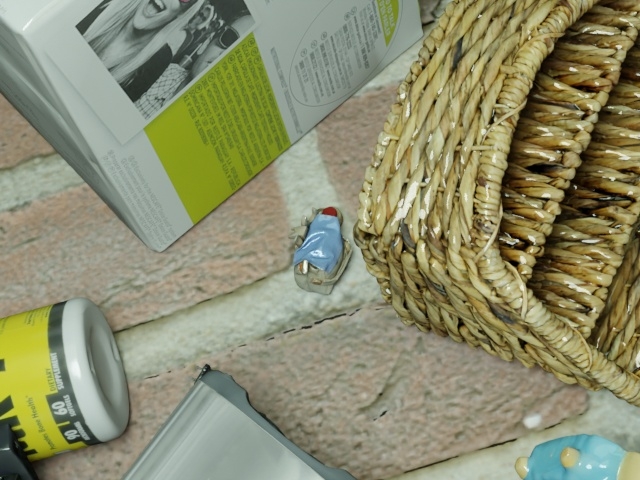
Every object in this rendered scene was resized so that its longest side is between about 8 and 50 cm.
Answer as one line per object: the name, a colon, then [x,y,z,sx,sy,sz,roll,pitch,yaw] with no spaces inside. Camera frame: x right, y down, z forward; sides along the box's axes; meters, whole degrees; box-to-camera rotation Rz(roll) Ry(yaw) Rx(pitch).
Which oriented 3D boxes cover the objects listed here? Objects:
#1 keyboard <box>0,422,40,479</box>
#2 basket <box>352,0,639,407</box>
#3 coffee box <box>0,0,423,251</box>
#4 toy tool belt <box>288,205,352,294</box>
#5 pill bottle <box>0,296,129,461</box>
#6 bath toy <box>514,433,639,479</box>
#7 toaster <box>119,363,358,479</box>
keyboard: [-0.379,0.191,1.001,0.317,0.201,0.033,-12,36,7]
basket: [0.190,-0.065,0.990,0.223,0.213,0.299,19,67,27]
coffee box: [-0.153,-0.265,1.108,0.334,0.338,0.337,-41,62,-11]
toy tool belt: [0.000,0.000,1.099,0.052,0.051,0.083,6,64,15]
pill bottle: [-0.271,0.127,1.053,0.209,0.119,0.119,-16,60,4]
bath toy: [0.138,0.305,0.872,0.129,0.151,0.348,36,72,-11]
toaster: [-0.059,0.202,0.963,0.227,0.129,0.146,36,77,25]
